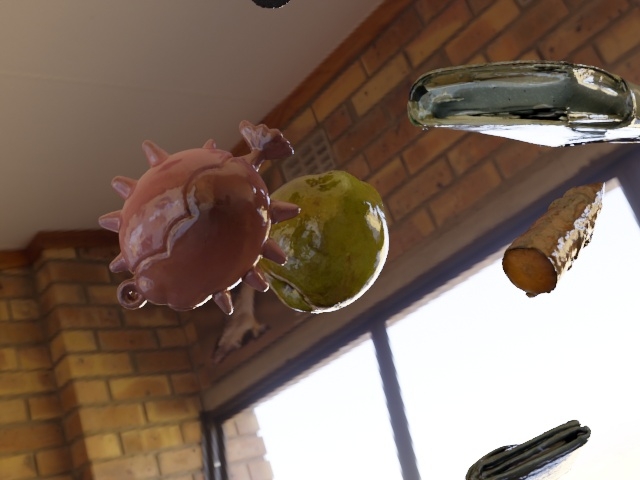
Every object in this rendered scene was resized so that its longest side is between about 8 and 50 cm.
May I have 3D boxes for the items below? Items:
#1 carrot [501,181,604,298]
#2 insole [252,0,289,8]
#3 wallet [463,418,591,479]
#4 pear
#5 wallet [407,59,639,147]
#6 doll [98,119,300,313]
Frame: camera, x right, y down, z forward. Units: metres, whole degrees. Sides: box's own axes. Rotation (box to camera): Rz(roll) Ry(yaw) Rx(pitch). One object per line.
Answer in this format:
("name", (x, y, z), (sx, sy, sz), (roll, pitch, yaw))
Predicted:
("carrot", (0.390, -0.022, 1.234), (0.263, 0.102, 0.102), (-43, -9, -32))
("insole", (-0.086, -0.508, 1.153), (0.109, 0.007, 0.322), (6, -57, 15))
("wallet", (0.141, 0.162, 0.547), (0.088, 0.026, 0.129), (-26, -29, -4))
("pear", (0.000, 0.000, 1.067), (0.200, 0.200, 0.200), (-17, -23, -7))
("wallet", (0.279, -0.152, 0.925), (0.223, 0.077, 0.310), (2, 1, 45))
("doll", (-0.131, -0.026, 0.867), (0.262, 0.211, 0.093), (-57, 5, -12))
